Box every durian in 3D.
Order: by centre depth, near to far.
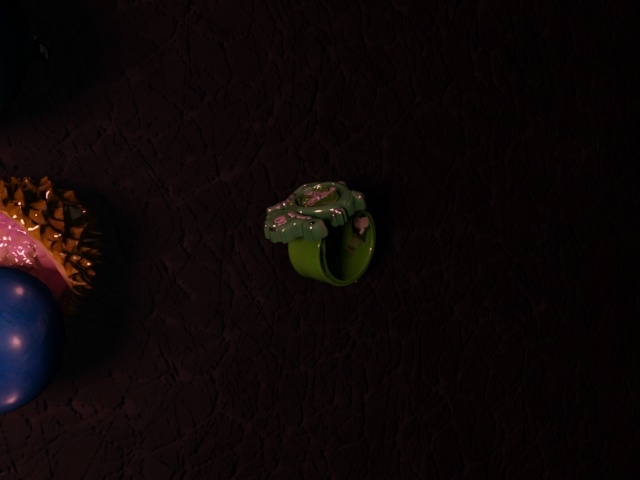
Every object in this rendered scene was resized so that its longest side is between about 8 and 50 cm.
[{"bbox_3d":[-0.337,-0.001,0.820,0.132,0.165,0.182,-39,86,1],"label":"durian"}]

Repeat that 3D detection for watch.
[{"bbox_3d":[0.000,0.000,1.069,0.165,0.131,0.152,-42,129,-35],"label":"watch"}]

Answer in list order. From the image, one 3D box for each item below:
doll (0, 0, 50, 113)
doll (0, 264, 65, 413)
[{"bbox_3d":[-0.442,-0.207,0.708,0.321,0.186,0.199,-6,91,-33],"label":"doll"},{"bbox_3d":[-0.408,0.108,0.743,0.256,0.161,0.215,6,102,-20],"label":"doll"}]
